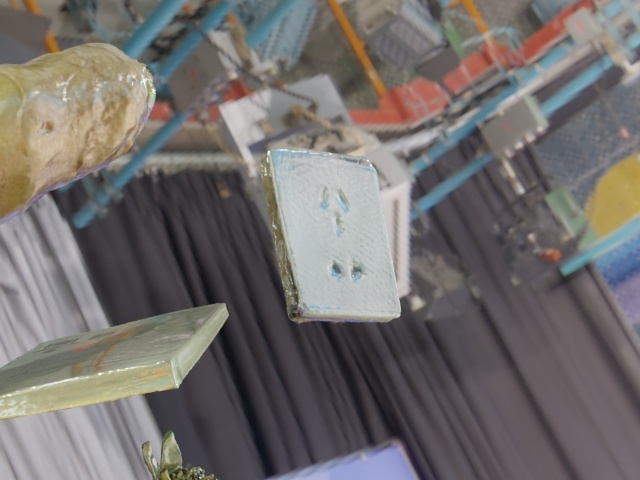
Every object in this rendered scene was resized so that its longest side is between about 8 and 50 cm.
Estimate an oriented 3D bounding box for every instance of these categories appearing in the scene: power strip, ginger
[{"bbox_3d":[0.000,0.000,1.409,0.064,0.213,0.198,-23,-19,40],"label":"power strip"},{"bbox_3d":[-0.286,-0.092,1.087,0.354,0.126,0.190,-39,-29,-45],"label":"ginger"}]

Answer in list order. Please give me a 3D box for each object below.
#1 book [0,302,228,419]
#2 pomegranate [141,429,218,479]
[{"bbox_3d":[-0.203,0.107,1.075,0.214,0.025,0.283,-12,6,8],"label":"book"},{"bbox_3d":[-0.166,0.308,1.198,0.156,0.156,0.220,-17,-46,-31],"label":"pomegranate"}]
